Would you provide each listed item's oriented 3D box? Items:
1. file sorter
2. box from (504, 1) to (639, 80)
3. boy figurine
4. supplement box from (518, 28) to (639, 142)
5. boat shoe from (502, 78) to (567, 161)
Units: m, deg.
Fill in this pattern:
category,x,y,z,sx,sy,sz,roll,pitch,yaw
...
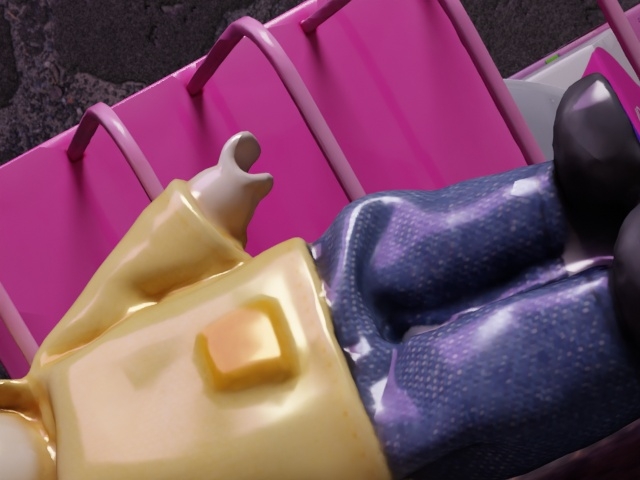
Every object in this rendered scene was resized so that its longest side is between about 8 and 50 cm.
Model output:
category,x,y,z,sx,sy,sz,roll,pitch,yaw
file sorter,0.000,0.000,0.589,0.290,0.202,0.182,-31,5,-14
box,0.303,-0.157,1.167,0.213,0.117,0.243,-32,3,-42
boy figurine,-0.028,0.043,0.416,0.285,0.177,0.092,-19,-34,8
supplement box,0.155,-0.062,1.049,0.220,0.111,0.114,-30,2,25
boat shoe,-0.001,0.004,0.771,0.367,0.136,0.156,-20,5,-17
